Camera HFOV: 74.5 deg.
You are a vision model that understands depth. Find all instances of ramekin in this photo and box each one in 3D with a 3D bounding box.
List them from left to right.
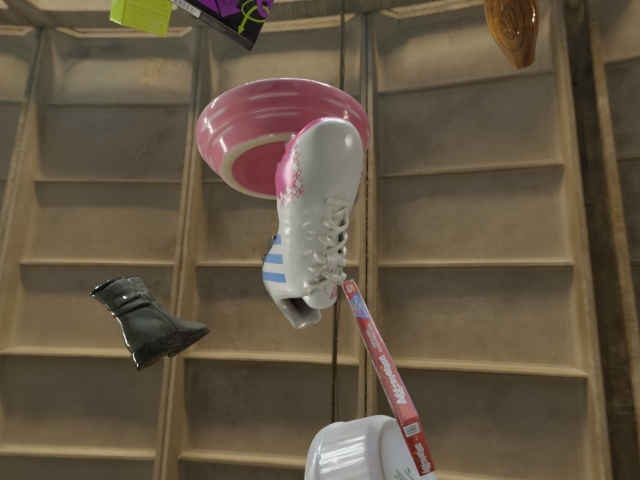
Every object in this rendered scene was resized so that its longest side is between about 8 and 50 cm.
[{"bbox_3d":[0.105,0.429,0.712,0.127,0.273,0.272,-33,-103,20],"label":"ramekin"}]

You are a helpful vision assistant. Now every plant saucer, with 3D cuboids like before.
[{"bbox_3d":[-0.067,-0.167,0.808,0.332,0.332,0.084,-7,-110,4],"label":"plant saucer"}]

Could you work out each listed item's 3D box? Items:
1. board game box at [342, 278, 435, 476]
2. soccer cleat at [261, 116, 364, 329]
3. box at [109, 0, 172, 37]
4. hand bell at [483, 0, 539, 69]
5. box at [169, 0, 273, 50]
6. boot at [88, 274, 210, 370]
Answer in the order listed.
[{"bbox_3d":[0.098,0.198,0.663,0.027,0.145,0.281,-21,-146,-1],"label":"board game box"},{"bbox_3d":[0.000,0.000,0.555,0.116,0.331,0.143,-13,-122,-25],"label":"soccer cleat"},{"bbox_3d":[-0.317,-0.481,0.774,0.042,0.109,0.178,30,-66,19],"label":"box"},{"bbox_3d":[0.121,-0.235,0.304,0.126,0.242,0.126,-22,-143,18],"label":"hand bell"},{"bbox_3d":[-0.107,-0.347,0.534,0.116,0.029,0.162,24,-97,-24],"label":"box"},{"bbox_3d":[-0.294,0.129,0.759,0.083,0.246,0.161,-34,-98,0],"label":"boot"}]
